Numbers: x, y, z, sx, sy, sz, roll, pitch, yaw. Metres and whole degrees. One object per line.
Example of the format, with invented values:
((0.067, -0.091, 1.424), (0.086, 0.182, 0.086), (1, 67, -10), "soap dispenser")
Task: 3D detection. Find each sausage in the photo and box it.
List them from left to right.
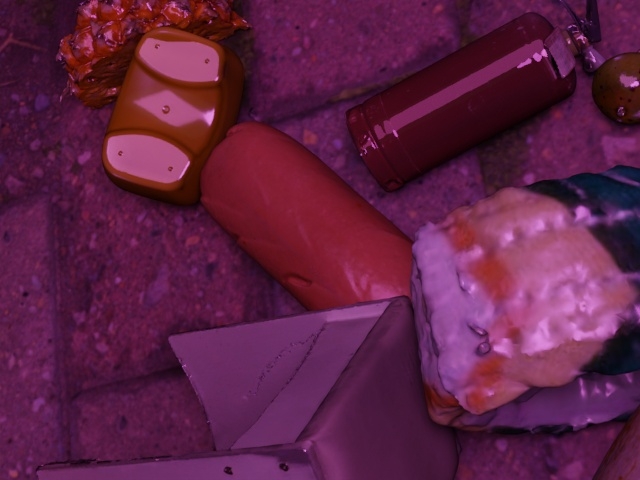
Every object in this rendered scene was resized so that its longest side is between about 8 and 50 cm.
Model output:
((-0.001, -0.001, 1.261), (0.121, 0.121, 0.304), (-48, 61, 2), "sausage")

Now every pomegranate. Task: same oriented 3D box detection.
((0.291, -0.147, 1.219), (0.073, 0.073, 0.084), (-25, 28, 14), "pomegranate")

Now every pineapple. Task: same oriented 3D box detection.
((-0.203, -0.231, 1.425), (0.233, 0.135, 0.079), (-31, 63, 10), "pineapple")

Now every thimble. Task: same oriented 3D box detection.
((0.206, 0.057, 1.059), (0.254, 0.288, 0.167), (-44, 51, 55), "thimble")

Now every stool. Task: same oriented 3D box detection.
((-0.048, 0.189, 1.107), (0.270, 0.243, 0.170), (-9, 111, 27), "stool")

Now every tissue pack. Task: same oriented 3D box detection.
((-0.153, -0.128, 1.371), (0.123, 0.127, 0.178), (17, 86, 10), "tissue pack")

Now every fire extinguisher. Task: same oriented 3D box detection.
((0.158, -0.153, 1.254), (0.269, 0.105, 0.104), (-28, 63, 14), "fire extinguisher")

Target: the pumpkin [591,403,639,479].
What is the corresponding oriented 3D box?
((0.349, 0.219, 0.910), (0.332, 0.332, 0.199), (23, 69, 29), "pumpkin")
